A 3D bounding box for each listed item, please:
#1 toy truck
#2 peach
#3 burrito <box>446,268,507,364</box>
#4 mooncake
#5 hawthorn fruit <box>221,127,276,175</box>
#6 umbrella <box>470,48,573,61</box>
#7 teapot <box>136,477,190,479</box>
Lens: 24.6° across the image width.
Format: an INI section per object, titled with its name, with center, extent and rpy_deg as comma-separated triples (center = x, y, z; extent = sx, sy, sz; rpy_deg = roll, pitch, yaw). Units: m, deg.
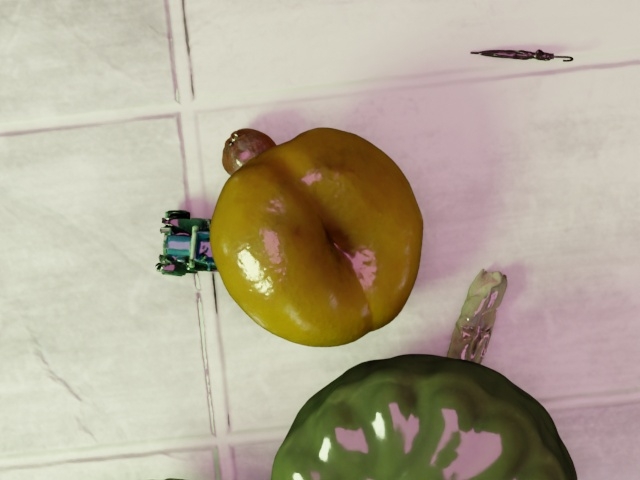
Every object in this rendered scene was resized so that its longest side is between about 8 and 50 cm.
[toy truck]
center = -0.115, 0.006, 1.719
extent = 0.154, 0.078, 0.080
rpy_deg = 4, 90, 1
[peach]
center = 0.000, 0.000, 1.656
extent = 0.251, 0.153, 0.251
rpy_deg = 2, 83, -19
[burrito]
center = 0.175, 0.122, 1.726
extent = 0.045, 0.041, 0.186
rpy_deg = 18, 89, 4
[mooncake]
center = 0.111, 0.305, 1.628
extent = 0.356, 0.194, 0.356
rpy_deg = 1, 99, 5
[hawthorn fruit]
center = -0.070, -0.086, 1.734
extent = 0.067, 0.067, 0.103
rpy_deg = -46, 115, 1
[umbrella]
center = 0.239, -0.220, 1.740
extent = 0.122, 0.022, 0.013
rpy_deg = 6, 115, 12
[teapot]
center = -0.162, 0.454, 1.658
extent = 0.270, 0.200, 0.337
rpy_deg = -3, 104, -40
